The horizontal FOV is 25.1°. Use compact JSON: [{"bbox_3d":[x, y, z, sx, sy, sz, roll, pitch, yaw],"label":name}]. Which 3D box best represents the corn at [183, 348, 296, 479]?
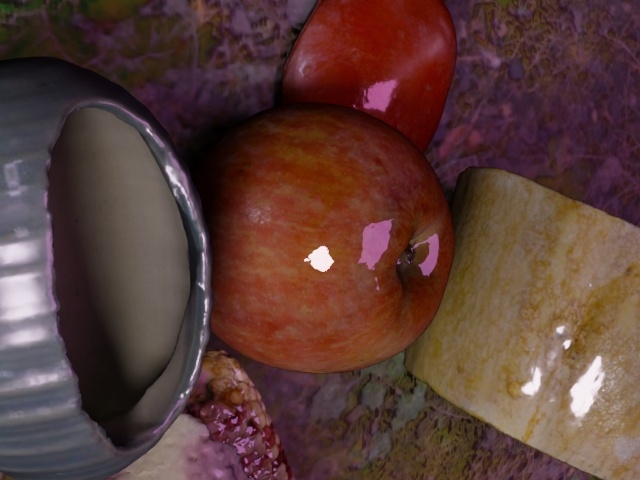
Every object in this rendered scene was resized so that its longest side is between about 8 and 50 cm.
[{"bbox_3d":[-0.054,0.195,1.046,0.086,0.086,0.253,-42,128,-40],"label":"corn"}]

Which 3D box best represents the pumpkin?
[{"bbox_3d":[0.218,0.097,1.217,0.199,0.332,0.332,-58,139,-8],"label":"pumpkin"}]

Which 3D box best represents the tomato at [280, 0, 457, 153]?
[{"bbox_3d":[0.053,-0.133,1.117,0.166,0.082,0.174,22,82,-52],"label":"tomato"}]

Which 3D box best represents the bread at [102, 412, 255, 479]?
[{"bbox_3d":[-0.156,0.279,0.871,0.338,0.155,0.187,-48,128,-35],"label":"bread"}]

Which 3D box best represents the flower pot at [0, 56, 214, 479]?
[{"bbox_3d":[-0.157,0.018,0.811,0.189,0.157,0.243,-23,116,-47],"label":"flower pot"}]

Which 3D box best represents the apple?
[{"bbox_3d":[0.000,0.000,1.000,0.188,0.174,0.188,-21,117,-49],"label":"apple"}]
